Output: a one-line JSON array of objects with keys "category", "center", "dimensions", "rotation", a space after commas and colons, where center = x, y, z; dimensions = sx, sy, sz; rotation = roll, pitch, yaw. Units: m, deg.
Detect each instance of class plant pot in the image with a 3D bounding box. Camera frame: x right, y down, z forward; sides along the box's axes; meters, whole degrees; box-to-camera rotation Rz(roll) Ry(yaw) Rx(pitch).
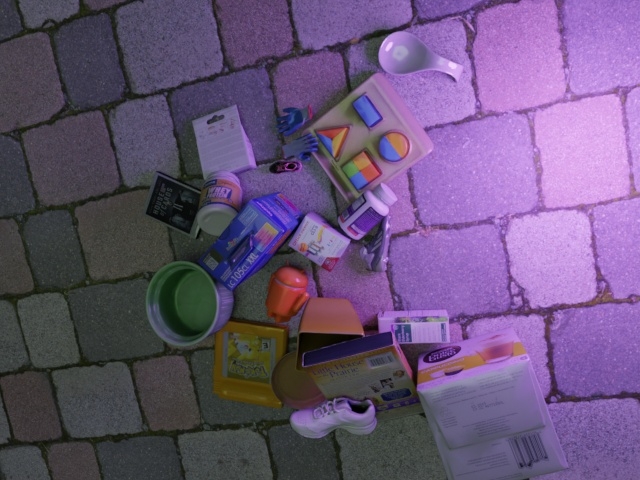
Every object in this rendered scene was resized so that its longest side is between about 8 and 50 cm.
[{"category": "plant pot", "center": [0.027, 0.310, 1.628], "dimensions": [0.213, 0.187, 0.212], "rotation": [3, 130, -3]}, {"category": "plant pot", "center": [-0.064, 0.509, 1.765], "dimensions": [0.237, 0.032, 0.236], "rotation": [-1, 100, -3]}]

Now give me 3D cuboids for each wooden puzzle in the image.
[{"category": "wooden puzzle", "center": [0.149, -0.334, 1.593], "dimensions": [0.348, 0.080, 0.322], "rotation": [-36, 90, 14]}]

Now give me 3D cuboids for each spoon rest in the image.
[{"category": "spoon rest", "center": [0.319, -0.576, 1.520], "dimensions": [0.277, 0.084, 0.137], "rotation": [20, 102, 7]}]

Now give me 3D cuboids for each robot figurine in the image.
[{"category": "robot figurine", "center": [-0.118, 0.185, 1.703], "dimensions": [0.128, 0.158, 0.219], "rotation": [15, 102, -14]}]

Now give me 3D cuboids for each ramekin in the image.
[{"category": "ramekin", "center": [-0.468, 0.224, 1.743], "dimensions": [0.304, 0.148, 0.303], "rotation": [-1, 88, 19]}]

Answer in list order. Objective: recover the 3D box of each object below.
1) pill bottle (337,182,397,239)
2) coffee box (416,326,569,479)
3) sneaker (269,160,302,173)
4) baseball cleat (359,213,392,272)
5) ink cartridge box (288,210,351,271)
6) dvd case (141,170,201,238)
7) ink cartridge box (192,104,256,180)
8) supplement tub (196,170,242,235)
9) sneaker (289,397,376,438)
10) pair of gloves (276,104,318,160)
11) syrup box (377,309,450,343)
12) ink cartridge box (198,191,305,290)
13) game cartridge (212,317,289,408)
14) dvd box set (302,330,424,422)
[{"category": "pill bottle", "center": [0.160, -0.101, 1.600], "dimensions": [0.193, 0.108, 0.108], "rotation": [-43, 88, 23]}, {"category": "coffee box", "center": [0.522, 0.517, 1.515], "dimensions": [0.338, 0.334, 0.337], "rotation": [-20, 92, 15]}, {"category": "sneaker", "center": [-0.128, -0.258, 1.674], "dimensions": [0.120, 0.057, 0.047], "rotation": [-6, 99, 14]}, {"category": "baseball cleat", "center": [0.189, 0.007, 1.643], "dimensions": [0.110, 0.072, 0.205], "rotation": [7, 96, 17]}, {"category": "ink cartridge box", "center": [0.000, 0.000, 1.646], "dimensions": [0.176, 0.127, 0.128], "rotation": [32, 104, 2]}, {"category": "dvd case", "center": [-0.539, -0.133, 1.791], "dimensions": [0.239, 0.029, 0.179], "rotation": [24, 102, 7]}, {"category": "ink cartridge box", "center": [-0.348, -0.345, 1.718], "dimensions": [0.189, 0.066, 0.232], "rotation": [-16, 77, 14]}, {"category": "supplement tub", "center": [-0.345, -0.130, 1.649], "dimensions": [0.145, 0.199, 0.144], "rotation": [-3, 139, -2]}, {"category": "sneaker", "center": [0.043, 0.580, 1.601], "dimensions": [0.298, 0.111, 0.129], "rotation": [-3, 124, -7]}, {"category": "pair of gloves", "center": [-0.082, -0.364, 1.633], "dimensions": [0.159, 0.023, 0.198], "rotation": [-10, 90, 38]}, {"category": "syrup box", "center": [0.320, 0.297, 1.646], "dimensions": [0.237, 0.096, 0.093], "rotation": [-4, 98, 11]}, {"category": "ink cartridge box", "center": [-0.219, -0.003, 1.556], "dimensions": [0.151, 0.395, 0.270], "rotation": [43, 104, 3]}, {"category": "game cartridge", "center": [-0.268, 0.464, 1.816], "dimensions": [0.286, 0.053, 0.323], "rotation": [5, 98, 11]}, {"category": "dvd box set", "center": [0.161, 0.484, 1.613], "dimensions": [0.308, 0.062, 0.420], "rotation": [-18, 128, 14]}]
